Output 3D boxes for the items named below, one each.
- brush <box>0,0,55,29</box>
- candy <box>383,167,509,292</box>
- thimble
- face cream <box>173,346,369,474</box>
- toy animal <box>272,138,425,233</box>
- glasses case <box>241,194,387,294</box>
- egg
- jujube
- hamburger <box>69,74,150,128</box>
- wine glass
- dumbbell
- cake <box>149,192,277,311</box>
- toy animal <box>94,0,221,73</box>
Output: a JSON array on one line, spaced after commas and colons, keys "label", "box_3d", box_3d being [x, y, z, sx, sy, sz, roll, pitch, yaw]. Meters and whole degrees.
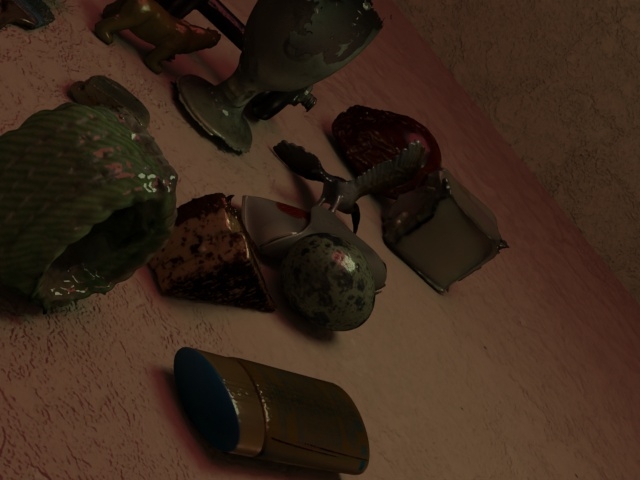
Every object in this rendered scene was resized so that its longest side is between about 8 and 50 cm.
[{"label": "brush", "box_3d": [-0.441, -0.321, 1.575, 0.070, 0.021, 0.196, 44, 23, -7]}, {"label": "candy", "box_3d": [0.242, -0.023, 2.151, 0.195, 0.185, 0.137, 41, 27, -18]}, {"label": "thimble", "box_3d": [-0.261, -0.037, 1.182, 0.150, 0.219, 0.219, 52, 22, 17]}, {"label": "face cream", "box_3d": [-0.054, 0.212, 1.360, 0.285, 0.067, 0.139, 23, 32, -48]}, {"label": "toy animal", "box_3d": [0.028, -0.078, 1.950, 0.273, 0.197, 0.160, 11, 30, 24]}, {"label": "glasses case", "box_3d": [-0.001, -0.002, 1.789, 0.308, 0.083, 0.128, 22, 35, -49]}, {"label": "egg", "box_3d": [0.015, 0.065, 1.648, 0.172, 0.132, 0.132, 49, 19, -31]}, {"label": "jujube", "box_3d": [0.133, -0.187, 2.255, 0.236, 0.168, 0.168, 38, 18, 18]}, {"label": "hamburger", "box_3d": [-0.299, -0.197, 1.600, 0.121, 0.054, 0.084, 38, 25, -6]}, {"label": "wine glass", "box_3d": [-0.066, -0.315, 1.826, 0.190, 0.357, 0.190, 41, 25, -24]}, {"label": "dumbbell", "box_3d": [-0.158, -0.382, 1.997, 0.406, 0.179, 0.179, 42, 23, -16]}, {"label": "cake", "box_3d": [-0.151, 0.036, 1.508, 0.246, 0.135, 0.112, 73, -2, -70]}, {"label": "toy animal", "box_3d": [-0.267, -0.350, 1.841, 0.219, 0.101, 0.103, 30, 27, -39]}]
